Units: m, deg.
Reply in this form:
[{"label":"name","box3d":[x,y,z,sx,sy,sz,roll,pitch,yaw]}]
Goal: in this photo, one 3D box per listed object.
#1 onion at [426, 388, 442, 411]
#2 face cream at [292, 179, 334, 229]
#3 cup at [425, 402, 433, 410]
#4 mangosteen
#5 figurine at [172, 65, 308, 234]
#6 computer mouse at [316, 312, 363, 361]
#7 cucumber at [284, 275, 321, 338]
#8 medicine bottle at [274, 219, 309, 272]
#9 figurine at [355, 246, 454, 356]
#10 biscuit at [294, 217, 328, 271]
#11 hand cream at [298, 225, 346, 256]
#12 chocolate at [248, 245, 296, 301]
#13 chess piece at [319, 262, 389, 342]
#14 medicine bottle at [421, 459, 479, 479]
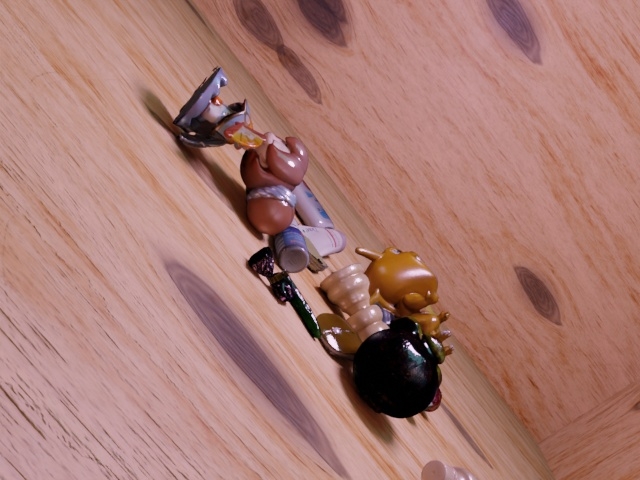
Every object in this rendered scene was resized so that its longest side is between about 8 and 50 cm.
[{"label":"onion","box3d":[0.319,0.464,2.075,0.107,0.097,0.107,168,-90,-80]},{"label":"face cream","box3d":[-0.075,-0.163,2.426,0.336,0.080,0.163,56,11,15]},{"label":"cup","box3d":[0.254,0.409,1.916,0.141,0.120,0.120,67,15,21]},{"label":"mangosteen","box3d":[0.190,0.305,1.638,0.243,0.243,0.243,51,11,-13]},{"label":"figurine","box3d":[-0.193,-0.223,1.776,0.388,0.248,0.276,39,18,-22]},{"label":"computer mouse","box3d":[0.062,0.251,1.739,0.126,0.056,0.245,58,13,29]},{"label":"cucumber","box3d":[-0.047,0.155,1.635,0.184,0.033,0.036,56,-14,16]},{"label":"medicine bottle","box3d":[-0.082,0.006,1.831,0.083,0.083,0.203,48,10,-27]},{"label":"figurine","box3d":[0.256,0.199,2.193,0.401,0.268,0.387,31,26,-53]},{"label":"biscuit","box3d":[-0.071,-0.012,2.039,0.250,0.046,0.147,54,9,9]},{"label":"hand cream","box3d":[0.000,0.000,2.263,0.133,0.083,0.248,54,19,14]},{"label":"chocolate","box3d":[-0.099,0.083,1.564,0.147,0.070,0.072,48,39,-21]},{"label":"chess piece","box3d":[0.116,0.203,1.947,0.261,0.143,0.143,60,12,15]},{"label":"medicine bottle","box3d":[0.321,0.589,1.592,0.252,0.114,0.114,46,13,-35]}]
